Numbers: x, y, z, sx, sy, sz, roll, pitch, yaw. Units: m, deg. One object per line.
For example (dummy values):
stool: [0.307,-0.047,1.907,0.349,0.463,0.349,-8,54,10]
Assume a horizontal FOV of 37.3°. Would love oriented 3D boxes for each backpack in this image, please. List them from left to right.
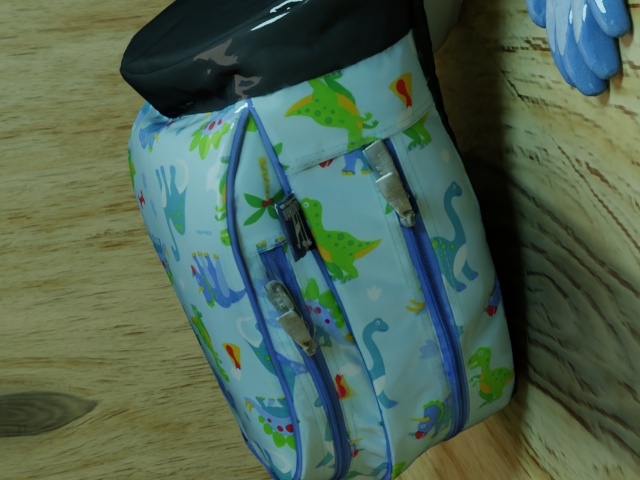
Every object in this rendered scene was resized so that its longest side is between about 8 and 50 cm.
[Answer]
backpack: [0.000,0.000,0.678,0.355,0.273,0.290,55,163,-25]

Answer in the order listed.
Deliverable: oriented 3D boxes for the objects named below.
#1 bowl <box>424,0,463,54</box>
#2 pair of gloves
bowl: [0.068,-0.210,0.675,0.142,0.053,0.142,92,167,-61]
pair of gloves: [0.124,-0.151,0.413,0.198,0.023,0.159,154,108,-82]
